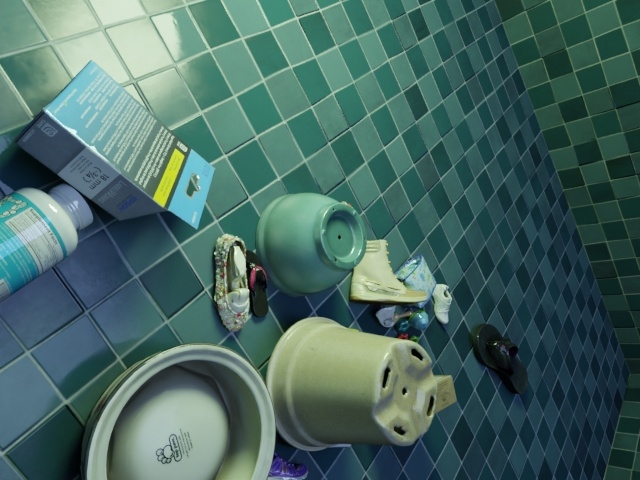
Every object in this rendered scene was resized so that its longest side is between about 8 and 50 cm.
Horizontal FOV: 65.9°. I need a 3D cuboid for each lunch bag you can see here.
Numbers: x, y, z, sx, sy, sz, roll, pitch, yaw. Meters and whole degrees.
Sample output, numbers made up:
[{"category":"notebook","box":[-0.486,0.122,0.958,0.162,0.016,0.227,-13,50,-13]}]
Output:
[{"category":"lunch bag","box":[0.328,0.140,1.695,0.151,0.096,0.129,-39,109,-30]}]

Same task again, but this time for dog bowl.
[{"category":"dog bowl","box":[-0.295,0.415,1.015,0.407,0.150,0.409,9,77,-42]}]

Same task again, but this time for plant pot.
[{"category":"plant pot","box":[0.000,0.000,1.340,0.292,0.196,0.294,10,75,-42]},{"category":"plant pot","box":[0.091,0.348,1.172,0.333,0.305,0.334,9,77,-41]}]

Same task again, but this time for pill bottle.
[{"category":"pill bottle","box":[-0.538,0.004,0.862,0.264,0.146,0.146,-46,114,-39]}]

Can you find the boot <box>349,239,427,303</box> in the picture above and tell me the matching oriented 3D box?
[{"category":"boot","box":[0.216,0.101,1.563,0.261,0.095,0.204,5,75,-16]}]

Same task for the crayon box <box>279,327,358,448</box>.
[{"category":"crayon box","box":[0.004,0.392,1.349,0.202,0.081,0.319,19,70,-39]}]

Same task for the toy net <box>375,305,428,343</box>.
[{"category":"toy net","box":[0.258,0.271,1.634,0.232,0.045,0.122,22,109,-30]}]

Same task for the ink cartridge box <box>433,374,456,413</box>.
[{"category":"ink cartridge box","box":[0.267,0.480,1.505,0.234,0.193,0.088,-6,84,-45]}]

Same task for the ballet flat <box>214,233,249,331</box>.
[{"category":"ballet flat","box":[-0.211,0.102,1.202,0.091,0.077,0.241,-7,87,-43]}]

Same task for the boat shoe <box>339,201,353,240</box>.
[{"category":"boat shoe","box":[0.075,-0.053,1.525,0.043,0.049,0.137,28,59,-39]}]

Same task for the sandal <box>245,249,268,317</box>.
[{"category":"sandal","box":[-0.161,0.109,1.272,0.067,0.040,0.179,-17,94,-44]}]

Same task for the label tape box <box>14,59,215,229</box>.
[{"category":"label tape box","box":[-0.388,-0.167,1.000,0.333,0.105,0.241,43,28,-29]}]

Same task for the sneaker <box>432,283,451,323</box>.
[{"category":"sneaker","box":[0.452,0.235,1.819,0.053,0.061,0.152,-15,94,-46]}]

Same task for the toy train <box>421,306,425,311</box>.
[{"category":"toy train","box":[0.369,0.264,1.765,0.023,0.017,0.084,-6,87,-54]}]

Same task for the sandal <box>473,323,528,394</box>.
[{"category":"sandal","box":[0.775,0.485,2.046,0.445,0.107,0.168,43,56,-29]}]

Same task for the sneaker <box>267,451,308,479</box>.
[{"category":"sneaker","box":[-0.099,0.566,1.232,0.169,0.068,0.071,20,63,-39]}]
